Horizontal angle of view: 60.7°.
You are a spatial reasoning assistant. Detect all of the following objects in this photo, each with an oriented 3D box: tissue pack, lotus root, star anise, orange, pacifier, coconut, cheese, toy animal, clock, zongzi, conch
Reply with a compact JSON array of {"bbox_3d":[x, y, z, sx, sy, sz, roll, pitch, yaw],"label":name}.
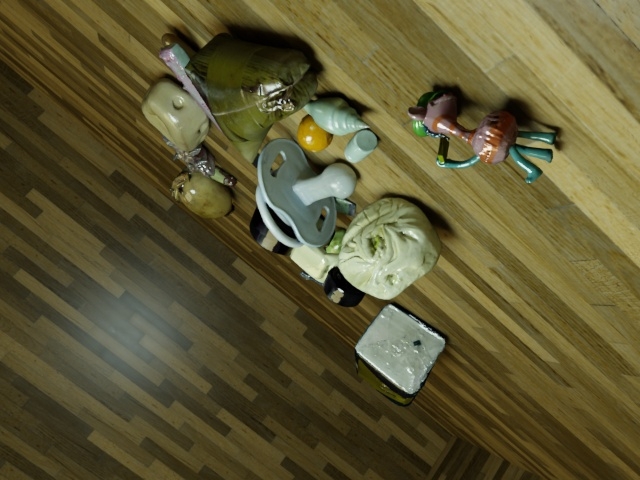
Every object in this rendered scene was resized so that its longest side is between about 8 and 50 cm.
[{"bbox_3d":[0.283,0.427,1.999,0.264,0.253,0.416,34,163,16],"label":"tissue pack"},{"bbox_3d":[-0.420,-0.165,2.063,0.183,0.182,0.310,27,173,36],"label":"lotus root"},{"bbox_3d":[-0.451,-0.308,1.843,0.229,0.093,0.236,35,167,10],"label":"star anise"},{"bbox_3d":[-0.009,-0.218,1.099,0.070,0.083,0.083,19,161,10],"label":"orange"},{"bbox_3d":[-0.020,-0.113,1.265,0.226,0.238,0.287,-17,124,36],"label":"pacifier"},{"bbox_3d":[0.055,0.010,1.617,0.096,0.088,0.088,33,166,-8],"label":"coconut"},{"bbox_3d":[-0.421,-0.364,1.569,0.218,0.117,0.235,33,161,26],"label":"cheese"},{"bbox_3d":[0.218,-0.141,0.768,0.208,0.103,0.100,27,-155,28],"label":"toy animal"},{"bbox_3d":[0.000,0.000,1.434,0.379,0.276,0.120,39,127,13],"label":"clock"},{"bbox_3d":[-0.103,-0.240,1.078,0.274,0.145,0.300,25,148,37],"label":"zongzi"},{"bbox_3d":[0.035,-0.234,1.016,0.180,0.088,0.065,34,123,41],"label":"conch"}]

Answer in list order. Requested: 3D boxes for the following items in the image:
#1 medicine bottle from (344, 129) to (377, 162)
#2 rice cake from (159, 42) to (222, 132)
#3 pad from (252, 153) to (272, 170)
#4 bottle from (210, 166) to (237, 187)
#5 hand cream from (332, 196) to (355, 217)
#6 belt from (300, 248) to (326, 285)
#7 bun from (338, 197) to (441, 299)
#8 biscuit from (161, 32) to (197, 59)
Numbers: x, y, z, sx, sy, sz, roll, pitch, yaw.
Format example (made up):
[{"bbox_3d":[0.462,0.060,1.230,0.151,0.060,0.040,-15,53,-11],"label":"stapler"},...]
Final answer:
[{"bbox_3d":[0.077,-0.183,1.070,0.047,0.047,0.083,40,166,-6],"label":"medicine bottle"},{"bbox_3d":[-0.270,-0.331,1.258,0.081,0.051,0.290,24,162,39],"label":"rice cake"},{"bbox_3d":[-0.212,-0.262,1.597,0.112,0.003,0.157,17,154,53],"label":"pad"},{"bbox_3d":[-0.340,-0.222,1.941,0.101,0.047,0.063,28,-170,19],"label":"bottle"},{"bbox_3d":[-0.013,-0.126,1.452,0.235,0.055,0.086,28,166,10],"label":"hand cream"},{"bbox_3d":[0.056,0.094,1.812,0.218,0.128,0.122,29,125,25],"label":"belt"},{"bbox_3d":[0.138,0.014,1.165,0.229,0.229,0.145,30,-175,28],"label":"bun"},{"bbox_3d":[-0.261,-0.386,1.261,0.208,0.047,0.164,32,167,19],"label":"biscuit"}]
